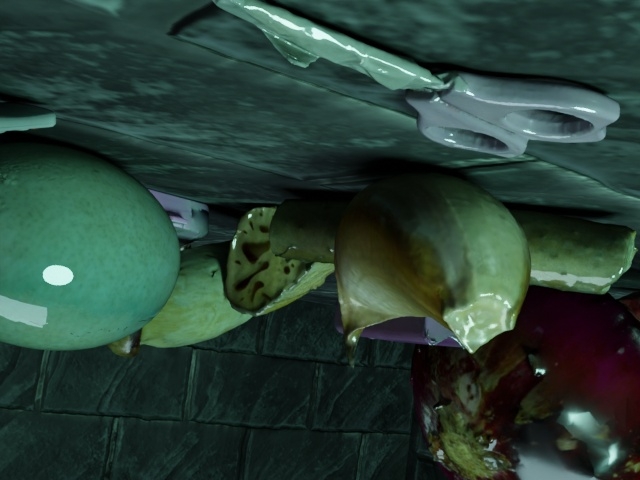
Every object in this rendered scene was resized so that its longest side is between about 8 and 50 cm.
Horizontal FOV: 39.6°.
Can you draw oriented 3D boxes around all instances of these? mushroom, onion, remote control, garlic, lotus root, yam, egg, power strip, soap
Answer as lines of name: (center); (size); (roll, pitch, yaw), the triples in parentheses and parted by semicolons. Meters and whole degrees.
mushroom: (-0.120, 0.053, 0.995); (0.087, 0.107, 0.333); (12, -169, 27)
onion: (0.316, 0.172, 1.140); (0.385, 0.348, 0.347); (-29, -165, -30)
remote control: (-0.225, -0.073, 0.513); (0.050, 0.027, 0.184); (12, -166, 17)
garlic: (0.078, 0.010, 0.656); (0.115, 0.128, 0.206); (-27, -179, -23)
lotus root: (-0.031, 0.009, 0.949); (0.159, 0.095, 0.135); (-36, 166, 13)
yam: (0.100, 0.001, 0.753); (0.317, 0.067, 0.071); (6, -161, 26)
egg: (-0.225, 0.006, 0.737); (0.169, 0.169, 0.236); (2, 174, 41)
power strip: (-0.247, -0.002, 1.016); (0.279, 0.038, 0.109); (-18, 159, 40)
soap: (0.092, 0.053, 0.982); (0.065, 0.122, 0.203); (11, 172, -26)

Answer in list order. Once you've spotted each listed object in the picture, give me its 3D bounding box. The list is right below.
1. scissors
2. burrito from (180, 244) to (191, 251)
scissors: (0.040, -0.071, 0.398); (0.212, 0.021, 0.110); (12, 171, -37)
burrito: (-0.269, -0.018, 1.117); (0.229, 0.058, 0.063); (10, 179, 6)
